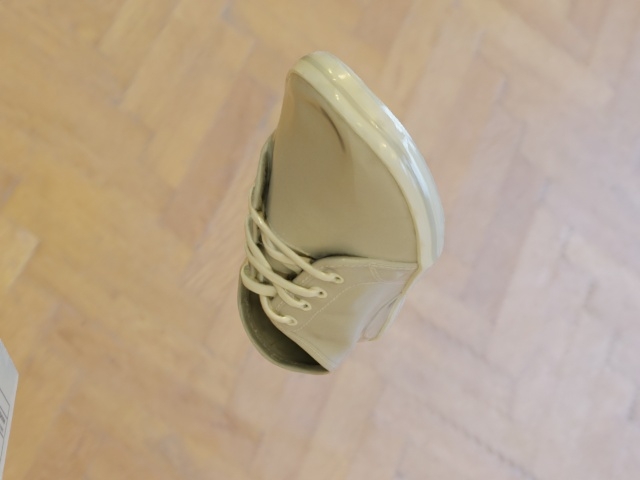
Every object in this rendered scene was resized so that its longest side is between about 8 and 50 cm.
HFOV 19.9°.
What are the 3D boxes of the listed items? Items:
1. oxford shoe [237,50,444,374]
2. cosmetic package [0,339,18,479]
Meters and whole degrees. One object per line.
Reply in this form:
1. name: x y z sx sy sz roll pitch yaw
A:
1. oxford shoe: 0.000 0.000 1.479 0.130 0.449 0.169 -34 73 -17
2. cosmetic package: -0.268 0.172 1.021 0.129 0.153 0.296 -2 56 10
